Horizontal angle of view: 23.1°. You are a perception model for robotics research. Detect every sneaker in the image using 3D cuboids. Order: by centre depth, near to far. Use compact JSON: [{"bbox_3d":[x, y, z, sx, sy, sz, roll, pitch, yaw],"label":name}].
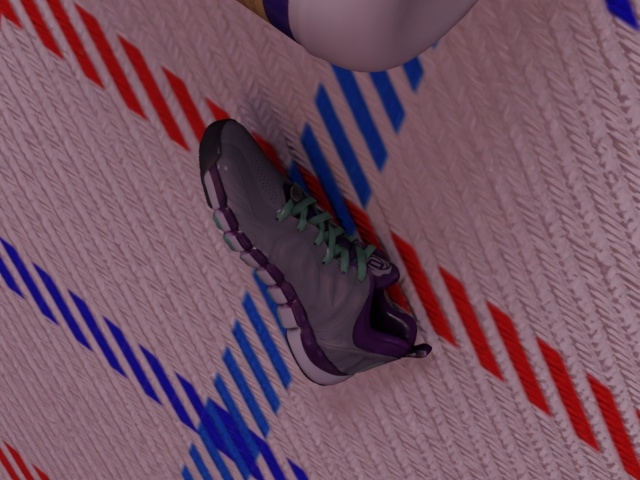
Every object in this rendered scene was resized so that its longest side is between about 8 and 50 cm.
[{"bbox_3d":[0.000,0.000,1.111,0.098,0.083,0.224,-14,121,26],"label":"sneaker"}]

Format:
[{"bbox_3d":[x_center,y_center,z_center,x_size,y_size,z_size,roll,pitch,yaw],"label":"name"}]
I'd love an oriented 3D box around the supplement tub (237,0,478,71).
[{"bbox_3d":[-0.043,-0.255,0.692,0.331,0.241,0.241,36,142,11],"label":"supplement tub"}]
